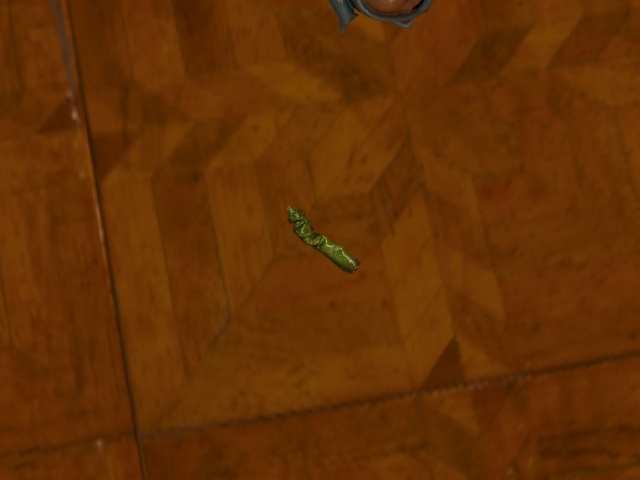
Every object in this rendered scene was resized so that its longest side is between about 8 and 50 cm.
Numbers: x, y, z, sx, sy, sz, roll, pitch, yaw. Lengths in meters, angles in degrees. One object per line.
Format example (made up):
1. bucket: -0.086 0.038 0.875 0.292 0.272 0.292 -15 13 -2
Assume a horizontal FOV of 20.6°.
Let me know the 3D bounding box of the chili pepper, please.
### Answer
1. chili pepper: 0.000 0.000 1.562 0.083 0.027 0.022 40 95 1

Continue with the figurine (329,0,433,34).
1. figurine: 0.033 -0.255 1.577 0.178 0.144 0.114 15 82 -14
